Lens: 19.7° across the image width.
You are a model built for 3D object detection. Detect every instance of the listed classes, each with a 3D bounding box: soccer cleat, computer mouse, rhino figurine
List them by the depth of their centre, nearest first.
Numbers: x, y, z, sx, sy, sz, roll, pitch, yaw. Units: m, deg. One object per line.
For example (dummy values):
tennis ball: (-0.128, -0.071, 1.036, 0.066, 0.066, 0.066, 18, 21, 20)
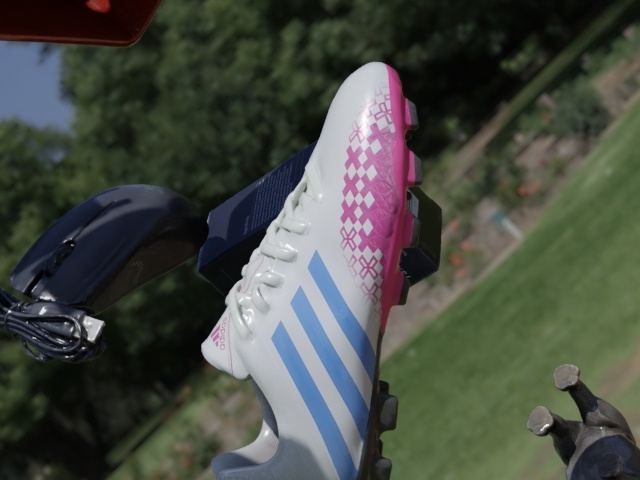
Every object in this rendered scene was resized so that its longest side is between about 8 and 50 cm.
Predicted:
soccer cleat: (-0.009, 0.033, 1.325, 0.116, 0.143, 0.331, -155, 70, -83)
rhino figurine: (0.249, 0.223, 1.546, 0.073, 0.106, 0.243, -33, 43, 15)
computer mouse: (-0.213, 0.012, 1.768, 0.188, 0.072, 0.272, 12, 35, 35)

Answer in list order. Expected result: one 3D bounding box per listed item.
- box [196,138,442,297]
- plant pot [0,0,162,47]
box: (0.000, 0.000, 1.893, 0.207, 0.153, 0.108, -31, 29, 26)
plant pot: (-0.240, -0.339, 1.536, 0.267, 0.235, 0.267, -59, -17, 16)
